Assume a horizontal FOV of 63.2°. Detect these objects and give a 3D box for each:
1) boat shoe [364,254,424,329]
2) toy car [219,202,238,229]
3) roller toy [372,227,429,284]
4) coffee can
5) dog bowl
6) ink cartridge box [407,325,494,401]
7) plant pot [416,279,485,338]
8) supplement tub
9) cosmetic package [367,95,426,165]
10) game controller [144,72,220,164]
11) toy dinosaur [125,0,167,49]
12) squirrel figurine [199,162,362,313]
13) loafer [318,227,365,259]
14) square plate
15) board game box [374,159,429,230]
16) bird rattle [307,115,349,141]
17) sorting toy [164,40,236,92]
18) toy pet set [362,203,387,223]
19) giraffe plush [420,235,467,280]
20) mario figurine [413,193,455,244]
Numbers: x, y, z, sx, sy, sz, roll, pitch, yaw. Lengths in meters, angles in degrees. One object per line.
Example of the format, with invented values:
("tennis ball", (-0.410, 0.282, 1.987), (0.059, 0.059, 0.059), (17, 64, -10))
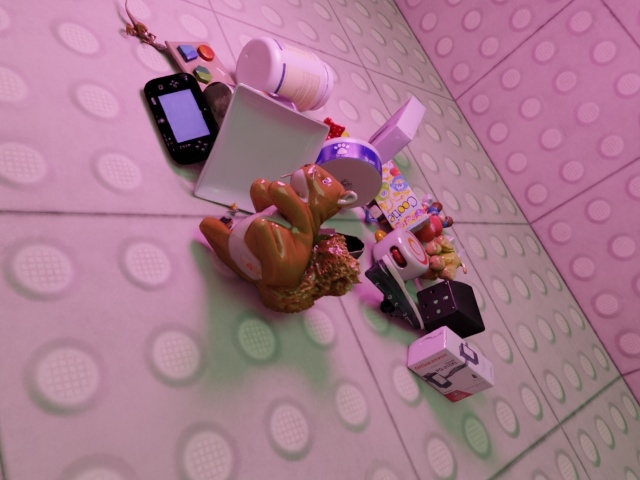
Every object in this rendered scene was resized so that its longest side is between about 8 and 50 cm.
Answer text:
("boat shoe", (0.249, 0.200, 1.771), (0.340, 0.113, 0.127), (58, 5, -37))
("toy car", (-0.256, -0.064, 1.517), (0.122, 0.060, 0.040), (-54, 134, -46))
("roller toy", (0.287, 0.062, 1.905), (0.209, 0.146, 0.191), (39, 30, -30))
("coffee can", (-0.233, -0.394, 1.699), (0.275, 0.201, 0.201), (-5, 63, -49))
("dog bowl", (0.088, -0.235, 1.849), (0.265, 0.265, 0.104), (27, 45, -30))
("ink cartridge box", (0.431, 0.415, 1.732), (0.237, 0.172, 0.100), (39, 38, -16))
("plant pot", (0.445, 0.245, 1.851), (0.167, 0.188, 0.188), (34, 37, -44))
("supplement tub", (-0.131, -0.617, 1.970), (0.325, 0.235, 0.235), (-1, 61, -47))
("cosmetic package", (0.298, -0.440, 2.233), (0.097, 0.284, 0.377), (44, 36, -10))
("game controller", (-0.411, -0.370, 1.570), (0.167, 0.067, 0.319), (-17, 70, -27))
("toy dinosaur", (-0.600, -0.701, 1.708), (0.211, 0.064, 0.112), (51, 11, -15))
("squirrel figurine", (-0.055, -0.011, 1.455), (0.370, 0.281, 0.396), (-43, 112, -34))
("loafer", (0.000, 0.000, 1.667), (0.366, 0.130, 0.133), (8, 54, -43))
("square plate", (-0.176, -0.251, 1.580), (0.344, 0.347, 0.049), (17, 13, -38))
("board game box", (0.304, -0.158, 2.078), (0.275, 0.142, 0.144), (59, 9, 13))
("bird rattle", (0.002, -0.403, 1.994), (0.207, 0.143, 0.253), (34, 7, 20))
("sorting toy", (-0.382, -0.576, 1.820), (0.307, 0.041, 0.229), (56, 34, 4))
("toy pet set", (0.203, -0.098, 2.048), (0.122, 0.065, 0.114), (48, 2, -10))
("giraffe plush", (0.448, 0.089, 2.036), (0.210, 0.171, 0.181), (-4, 72, -43))
("mario figurine", (0.508, -0.087, 2.242), (0.198, 0.170, 0.320), (21, 23, 18))
